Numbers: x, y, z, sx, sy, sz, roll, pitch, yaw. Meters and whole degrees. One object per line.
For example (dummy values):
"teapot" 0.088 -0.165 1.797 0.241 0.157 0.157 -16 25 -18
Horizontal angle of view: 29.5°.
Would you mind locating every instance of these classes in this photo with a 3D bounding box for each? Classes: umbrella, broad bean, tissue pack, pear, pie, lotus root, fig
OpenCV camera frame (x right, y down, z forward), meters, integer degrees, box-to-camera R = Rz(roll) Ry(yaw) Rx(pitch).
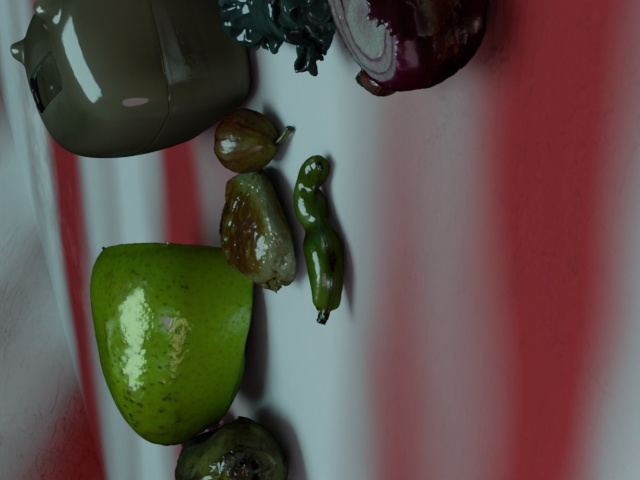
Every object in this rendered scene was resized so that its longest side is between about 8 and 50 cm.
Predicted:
"umbrella" -0.071 -0.291 1.480 0.349 0.094 0.143 -143 53 -63
"broad bean" 0.000 0.000 1.519 0.070 0.048 0.214 -172 74 -67
"tissue pack" -0.284 -0.260 1.772 0.387 0.276 0.267 -11 94 69
"pear" -0.247 0.165 1.930 0.342 0.238 0.318 163 109 -67
"pie" -0.088 -0.019 1.688 0.193 0.079 0.163 -137 45 -58
"lotus root" -0.135 0.362 1.900 0.152 0.160 0.275 42 162 -10
"fig" -0.083 -0.131 1.626 0.125 0.089 0.089 9 111 47

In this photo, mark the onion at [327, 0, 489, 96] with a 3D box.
"onion" 0.085 -0.209 1.127 0.198 0.135 0.173 90 157 -65

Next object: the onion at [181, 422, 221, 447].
"onion" -0.210 0.384 2.105 0.150 0.140 0.150 49 158 28
